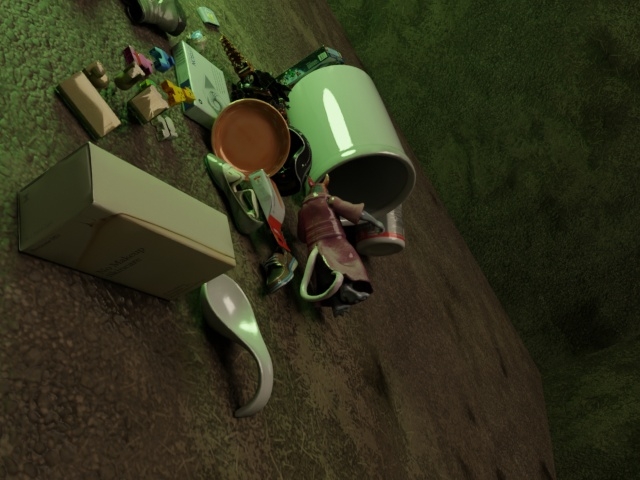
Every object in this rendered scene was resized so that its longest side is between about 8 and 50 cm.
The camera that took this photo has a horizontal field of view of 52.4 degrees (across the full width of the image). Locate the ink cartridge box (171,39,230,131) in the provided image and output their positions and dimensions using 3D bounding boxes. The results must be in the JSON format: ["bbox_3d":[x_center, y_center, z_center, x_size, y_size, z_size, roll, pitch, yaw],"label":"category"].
[{"bbox_3d":[-0.273,-0.363,1.647,0.224,0.045,0.224,30,38,-54],"label":"ink cartridge box"}]

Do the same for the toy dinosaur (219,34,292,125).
[{"bbox_3d":[-0.187,-0.415,1.833,0.321,0.164,0.218,34,14,-18],"label":"toy dinosaur"}]

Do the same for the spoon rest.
[{"bbox_3d":[-0.151,0.183,1.218,0.137,0.084,0.277,18,49,-61],"label":"spoon rest"}]

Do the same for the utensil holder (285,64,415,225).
[{"bbox_3d":[0.077,-0.292,1.985,0.327,0.327,0.386,35,31,-49],"label":"utensil holder"}]

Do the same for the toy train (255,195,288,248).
[{"bbox_3d":[-0.124,-0.051,1.637,0.036,0.027,0.158,-8,71,-64],"label":"toy train"}]

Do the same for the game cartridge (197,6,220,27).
[{"bbox_3d":[-0.331,-0.659,1.915,0.056,0.017,0.083,59,21,3],"label":"game cartridge"}]

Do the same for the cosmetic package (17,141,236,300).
[{"bbox_3d":[-0.294,-0.015,1.030,0.309,0.160,0.113,28,40,-53],"label":"cosmetic package"}]

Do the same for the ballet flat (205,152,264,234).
[{"bbox_3d":[-0.192,-0.118,1.507,0.213,0.068,0.072,64,21,5],"label":"ballet flat"}]

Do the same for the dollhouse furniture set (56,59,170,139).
[{"bbox_3d":[-0.409,-0.259,1.243,0.151,0.123,0.144,-46,111,-31],"label":"dollhouse furniture set"}]

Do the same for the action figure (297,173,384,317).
[{"bbox_3d":[0.000,0.000,1.627,0.275,0.248,0.371,10,61,-52],"label":"action figure"}]

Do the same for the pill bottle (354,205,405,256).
[{"bbox_3d":[0.187,-0.103,2.134,0.161,0.161,0.284,27,55,-55],"label":"pill bottle"}]

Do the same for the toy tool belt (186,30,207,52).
[{"bbox_3d":[-0.329,-0.535,1.721,0.051,0.052,0.083,57,20,-36],"label":"toy tool belt"}]

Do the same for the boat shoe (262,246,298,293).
[{"bbox_3d":[-0.103,0.067,1.506,0.066,0.066,0.183,53,13,-10],"label":"boat shoe"}]

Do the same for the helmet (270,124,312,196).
[{"bbox_3d":[-0.098,-0.217,1.708,0.169,0.169,0.162,40,48,-44],"label":"helmet"}]

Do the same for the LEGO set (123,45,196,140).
[{"bbox_3d":[-0.332,-0.328,1.418,0.093,0.087,0.227,2,63,-65],"label":"LEGO set"}]

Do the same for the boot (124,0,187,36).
[{"bbox_3d":[-0.424,-0.618,1.575,0.161,0.083,0.247,3,60,-59],"label":"boot"}]

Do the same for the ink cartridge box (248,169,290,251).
[{"bbox_3d":[-0.106,-0.070,1.554,0.179,0.045,0.145,63,3,11],"label":"ink cartridge box"}]

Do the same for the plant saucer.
[{"bbox_3d":[-0.173,-0.244,1.588,0.200,0.200,0.037,55,-15,-17],"label":"plant saucer"}]

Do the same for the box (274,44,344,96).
[{"bbox_3d":[-0.049,-0.543,2.112,0.044,0.233,0.159,62,21,2],"label":"box"}]
